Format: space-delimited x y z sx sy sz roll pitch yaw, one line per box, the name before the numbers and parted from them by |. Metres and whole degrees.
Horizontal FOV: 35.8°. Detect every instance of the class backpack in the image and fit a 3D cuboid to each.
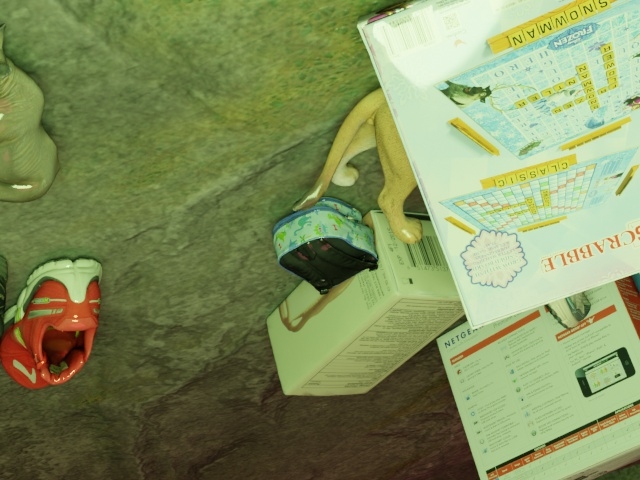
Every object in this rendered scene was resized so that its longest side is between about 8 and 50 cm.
backpack | 0.000 0.000 1.196 0.105 0.084 0.114 -28 147 27

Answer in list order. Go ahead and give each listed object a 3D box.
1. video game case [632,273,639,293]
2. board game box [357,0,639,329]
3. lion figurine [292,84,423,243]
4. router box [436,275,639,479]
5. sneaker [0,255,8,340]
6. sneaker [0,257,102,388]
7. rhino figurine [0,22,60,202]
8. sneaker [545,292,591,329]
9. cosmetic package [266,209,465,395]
video game case | 0.666 0.087 1.649 0.269 0.061 0.244 -24 138 16
board game box | 0.236 -0.113 0.923 0.318 0.066 0.318 -19 107 9
lion figurine | 0.171 -0.112 1.028 0.392 0.142 0.240 -5 143 -10
router box | 0.369 0.220 1.546 0.335 0.301 0.082 -34 146 33
sneaker | -0.445 0.113 1.140 0.227 0.130 0.087 -26 148 24
sneaker | -0.339 0.130 1.229 0.107 0.118 0.279 1 148 -26
rhino figurine | -0.294 -0.110 0.869 0.106 0.073 0.243 -6 149 -8
sneaker | 0.324 0.016 1.322 0.122 0.110 0.283 -34 135 9
cosmetic package | 0.065 0.093 1.350 0.153 0.129 0.296 4 146 -34
